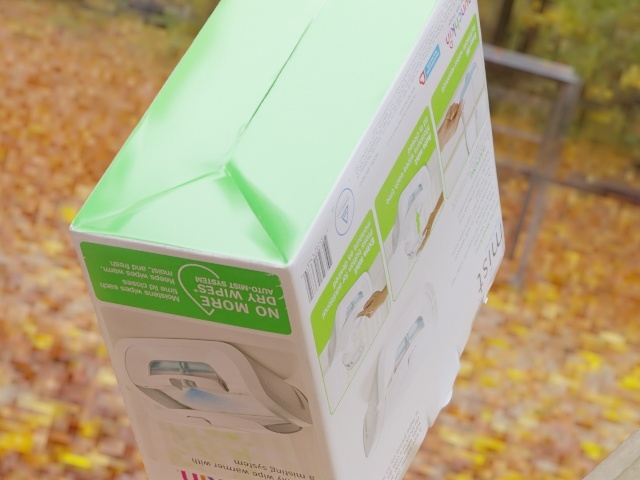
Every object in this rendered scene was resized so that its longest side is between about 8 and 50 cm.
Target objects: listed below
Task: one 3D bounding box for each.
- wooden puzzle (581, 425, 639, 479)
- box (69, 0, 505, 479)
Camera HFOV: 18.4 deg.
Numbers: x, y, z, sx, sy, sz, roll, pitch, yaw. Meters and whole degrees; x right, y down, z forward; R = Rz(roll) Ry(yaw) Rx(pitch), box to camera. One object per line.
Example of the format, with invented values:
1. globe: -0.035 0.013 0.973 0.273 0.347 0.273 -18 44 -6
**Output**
1. wooden puzzle: 0.144 0.124 0.535 0.044 0.238 0.221 32 20 -48
2. box: 0.000 0.000 1.071 0.126 0.231 0.262 10 47 21
